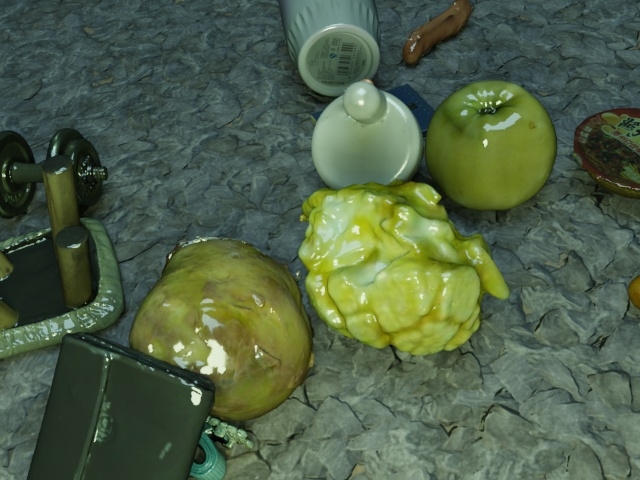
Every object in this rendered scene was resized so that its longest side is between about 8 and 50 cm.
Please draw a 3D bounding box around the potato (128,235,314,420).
[{"bbox_3d":[-0.126,0.156,1.041,0.289,0.301,0.237,-10,13,-12],"label":"potato"}]

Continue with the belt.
[{"bbox_3d":[-0.202,0.297,1.121,0.179,0.065,0.100,32,65,31],"label":"belt"}]

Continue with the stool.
[{"bbox_3d":[-0.548,0.027,1.317,0.310,0.226,0.310,-18,46,-14],"label":"stool"}]

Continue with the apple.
[{"bbox_3d":[0.336,-0.187,1.437,0.262,0.262,0.262,-3,44,3],"label":"apple"}]

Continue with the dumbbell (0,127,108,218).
[{"bbox_3d":[-0.595,-0.142,1.517,0.290,0.192,0.192,0,45,6],"label":"dumbbell"}]

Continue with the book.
[{"bbox_3d":[0.135,-0.282,1.699,0.269,0.025,0.191,-20,47,-14],"label":"book"}]

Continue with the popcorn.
[{"bbox_3d":[0.134,0.048,1.217,0.293,0.292,0.334,-31,52,11],"label":"popcorn"}]

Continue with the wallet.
[{"bbox_3d":[-0.285,0.340,0.907,0.228,0.062,0.406,17,91,18],"label":"wallet"}]

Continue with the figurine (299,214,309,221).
[{"bbox_3d":[0.000,0.000,1.374,0.115,0.095,0.156,17,44,7],"label":"figurine"}]

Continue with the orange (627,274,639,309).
[{"bbox_3d":[0.576,0.088,1.239,0.085,0.085,0.085,-3,44,3],"label":"orange"}]

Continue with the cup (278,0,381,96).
[{"bbox_3d":[0.025,-0.558,1.829,0.253,0.253,0.371,-7,46,-1],"label":"cup"}]

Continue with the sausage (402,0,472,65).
[{"bbox_3d":[0.312,-0.566,1.934,0.078,0.078,0.304,31,57,31],"label":"sausage"}]

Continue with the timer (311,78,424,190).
[{"bbox_3d":[0.092,-0.198,1.457,0.233,0.233,0.240,11,3,17],"label":"timer"}]

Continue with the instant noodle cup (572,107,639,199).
[{"bbox_3d":[0.652,-0.159,1.468,0.274,0.091,0.274,-4,45,3],"label":"instant noodle cup"}]
